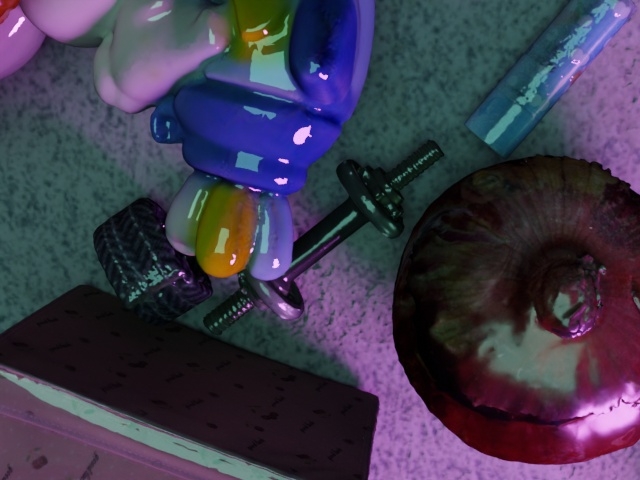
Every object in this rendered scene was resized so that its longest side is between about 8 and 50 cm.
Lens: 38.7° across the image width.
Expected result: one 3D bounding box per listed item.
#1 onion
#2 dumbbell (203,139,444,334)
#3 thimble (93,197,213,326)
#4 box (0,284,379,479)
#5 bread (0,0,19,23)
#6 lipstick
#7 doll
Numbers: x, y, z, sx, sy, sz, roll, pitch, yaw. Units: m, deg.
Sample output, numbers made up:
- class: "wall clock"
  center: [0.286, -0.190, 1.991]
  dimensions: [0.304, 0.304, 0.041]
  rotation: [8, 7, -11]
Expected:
- class: "onion"
  center: [0.173, 0.053, 0.716]
  dimensions: [0.246, 0.190, 0.246]
  rotation: [-1, 84, 5]
- class: "dumbbell"
  center: [0.000, 0.000, 0.775]
  dimensions: [0.254, 0.081, 0.081]
  rotation: [-38, 96, 12]
- class: "thimble"
  center: [-0.144, 0.019, 0.789]
  dimensions: [0.066, 0.104, 0.095]
  rotation: [-34, 138, 3]
- class: "box"
  center: [-0.124, 0.190, 0.755]
  dimensions: [0.297, 0.225, 0.190]
  rotation: [21, 103, 2]
- class: "bread"
  center: [-0.310, -0.229, 0.668]
  dimensions: [0.114, 0.295, 0.328]
  rotation: [27, 104, -46]
- class: "lipstick"
  center: [0.187, -0.141, 0.744]
  dimensions: [0.048, 0.048, 0.158]
  rotation: [40, 102, -4]
- class: "doll"
  center: [-0.085, -0.175, 0.710]
  dimensions: [0.365, 0.187, 0.376]
  rotation: [46, 120, 5]
